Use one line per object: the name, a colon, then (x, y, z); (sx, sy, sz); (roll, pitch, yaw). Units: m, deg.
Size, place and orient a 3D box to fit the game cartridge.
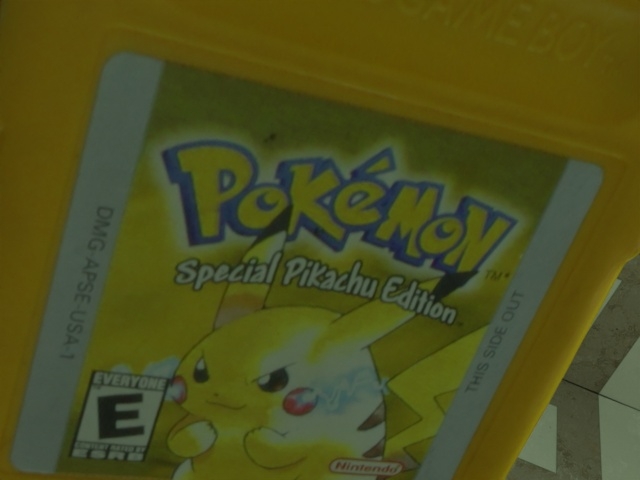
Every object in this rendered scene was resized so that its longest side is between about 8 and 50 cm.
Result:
game cartridge: (0.000, 0.000, 0.387); (0.053, 0.285, 0.324); (-115, -139, -54)
